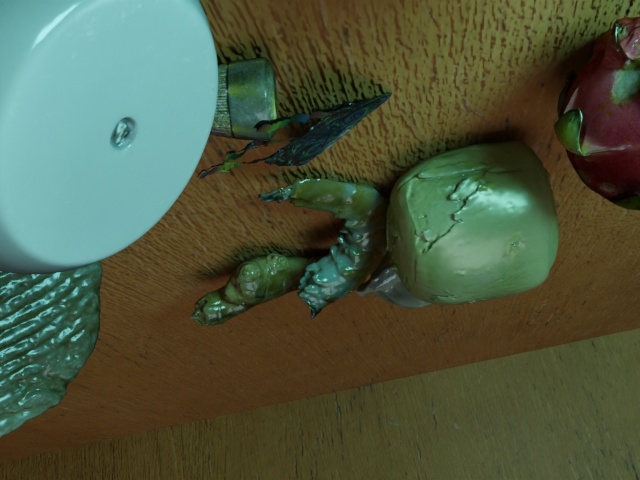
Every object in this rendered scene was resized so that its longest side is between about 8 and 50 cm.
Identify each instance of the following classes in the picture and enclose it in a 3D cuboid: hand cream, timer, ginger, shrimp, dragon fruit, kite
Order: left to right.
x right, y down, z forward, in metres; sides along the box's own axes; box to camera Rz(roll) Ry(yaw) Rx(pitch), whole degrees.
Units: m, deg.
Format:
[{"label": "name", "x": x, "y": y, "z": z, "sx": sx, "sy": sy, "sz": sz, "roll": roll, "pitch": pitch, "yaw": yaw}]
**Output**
[{"label": "timer", "x": -0.245, "y": -0.129, "z": 0.496, "sx": 0.286, "sy": 0.285, "sz": 0.285, "roll": -9, "pitch": 156, "yaw": -4}, {"label": "hand cream", "x": -0.146, "y": -0.138, "z": 0.675, "sx": 0.203, "sy": 0.083, "sz": 0.084, "roll": -4, "pitch": 156, "yaw": -1}, {"label": "ginger", "x": -0.066, "y": 0.066, "z": 1.146, "sx": 0.334, "sy": 0.081, "sz": 0.147, "roll": -15, "pitch": 145, "yaw": -14}, {"label": "kite", "x": -0.025, "y": -0.110, "z": 0.700, "sx": 0.152, "sy": 0.015, "sz": 0.285, "roll": -36, "pitch": 177, "yaw": 28}, {"label": "shrimp", "x": 0.030, "y": -0.006, "z": 0.997, "sx": 0.185, "sy": 0.068, "sz": 0.287, "roll": -27, "pitch": 145, "yaw": -7}, {"label": "dragon fruit", "x": 0.368, "y": -0.137, "z": 0.714, "sx": 0.224, "sy": 0.224, "sz": 0.227, "roll": -19, "pitch": 170, "yaw": 18}]

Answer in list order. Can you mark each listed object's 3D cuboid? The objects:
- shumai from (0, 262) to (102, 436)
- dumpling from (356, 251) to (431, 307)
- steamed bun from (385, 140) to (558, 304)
[{"label": "shumai", "x": -0.483, "y": 0.110, "z": 0.949, "sx": 0.263, "sy": 0.314, "sz": 0.267, "roll": 12, "pitch": 141, "yaw": 46}, {"label": "dumpling", "x": 0.156, "y": 0.055, "z": 1.150, "sx": 0.229, "sy": 0.124, "sz": 0.151, "roll": -27, "pitch": 159, "yaw": 25}, {"label": "steamed bun", "x": 0.216, "y": 0.002, "z": 0.950, "sx": 0.232, "sy": 0.166, "sz": 0.272, "roll": -13, "pitch": 137, "yaw": -5}]
